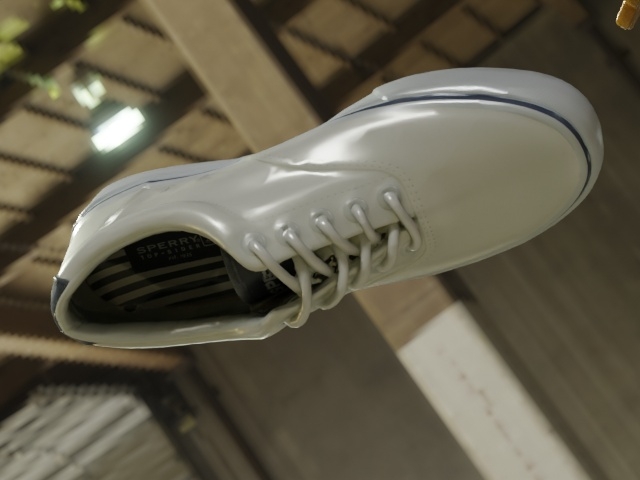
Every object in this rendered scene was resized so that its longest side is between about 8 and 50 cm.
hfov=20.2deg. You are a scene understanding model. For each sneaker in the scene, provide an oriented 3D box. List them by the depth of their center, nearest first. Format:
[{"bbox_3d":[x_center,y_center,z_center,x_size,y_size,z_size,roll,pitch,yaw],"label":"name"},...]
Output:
[{"bbox_3d":[0.000,0.000,0.790,0.258,0.094,0.091,-17,28,22],"label":"sneaker"}]

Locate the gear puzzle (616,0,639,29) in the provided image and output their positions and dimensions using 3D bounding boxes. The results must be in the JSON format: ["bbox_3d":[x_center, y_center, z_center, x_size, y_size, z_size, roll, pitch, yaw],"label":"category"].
[{"bbox_3d":[0.215,-0.244,0.999,0.175,0.044,0.339,-54,-14,-28],"label":"gear puzzle"}]
